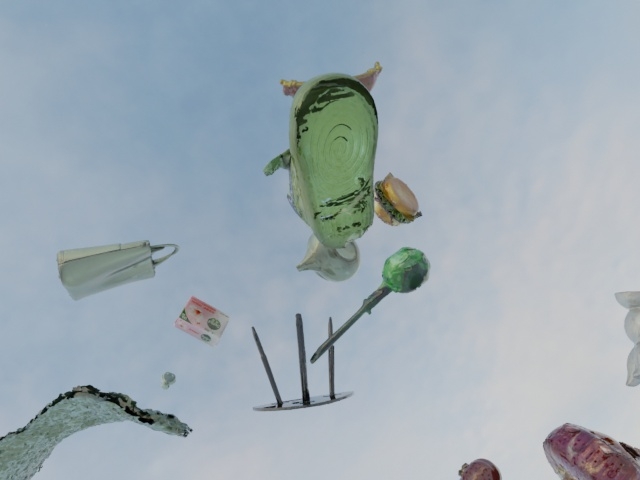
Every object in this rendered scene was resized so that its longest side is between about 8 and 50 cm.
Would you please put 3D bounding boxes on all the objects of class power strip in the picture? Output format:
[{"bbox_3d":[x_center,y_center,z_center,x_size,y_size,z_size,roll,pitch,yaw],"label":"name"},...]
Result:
[{"bbox_3d":[-0.533,0.487,1.642,0.055,0.083,0.035,27,-72,-10],"label":"power strip"}]

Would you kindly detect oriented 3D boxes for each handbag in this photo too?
[{"bbox_3d":[-0.556,0.076,1.325,0.315,0.109,0.241,-9,-20,-20],"label":"handbag"}]

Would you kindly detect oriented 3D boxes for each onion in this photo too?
[{"bbox_3d":[0.563,0.455,0.917,0.163,0.230,0.230,-26,-57,-3],"label":"onion"}]

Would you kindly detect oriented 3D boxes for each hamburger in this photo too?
[{"bbox_3d":[0.214,-0.111,1.369,0.093,0.164,0.189,-41,-6,35],"label":"hamburger"}]

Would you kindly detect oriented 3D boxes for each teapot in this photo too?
[{"bbox_3d":[0.029,0.009,1.659,0.220,0.318,0.149,27,-47,-28],"label":"teapot"}]

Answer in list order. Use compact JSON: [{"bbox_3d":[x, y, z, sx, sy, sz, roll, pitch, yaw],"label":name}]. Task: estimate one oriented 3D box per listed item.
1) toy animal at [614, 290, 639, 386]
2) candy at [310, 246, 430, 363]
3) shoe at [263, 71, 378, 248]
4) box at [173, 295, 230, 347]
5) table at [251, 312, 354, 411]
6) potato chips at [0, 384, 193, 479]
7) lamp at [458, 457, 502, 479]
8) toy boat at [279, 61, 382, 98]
[{"bbox_3d":[0.764,0.228,1.085,0.130,0.104,0.221,4,-108,7],"label":"toy animal"},{"bbox_3d":[0.093,0.138,0.961,0.323,0.097,0.097,-44,-54,2],"label":"candy"},{"bbox_3d":[0.002,-0.107,0.688,0.140,0.128,0.262,-31,-54,-29],"label":"shoe"},{"bbox_3d":[-0.313,0.214,1.246,0.125,0.089,0.043,30,-54,-11],"label":"box"},{"bbox_3d":[-0.057,0.353,1.381,0.317,0.317,0.249,0,-107,-30],"label":"table"},{"bbox_3d":[-0.206,0.168,0.379,0.228,0.059,0.167,-26,-16,11],"label":"potato chips"},{"bbox_3d":[0.330,0.502,0.968,0.101,0.090,0.101,-21,-57,-37],"label":"lamp"},{"bbox_3d":[0.042,-0.431,1.317,0.317,0.141,0.099,-18,-93,-20],"label":"toy boat"}]
